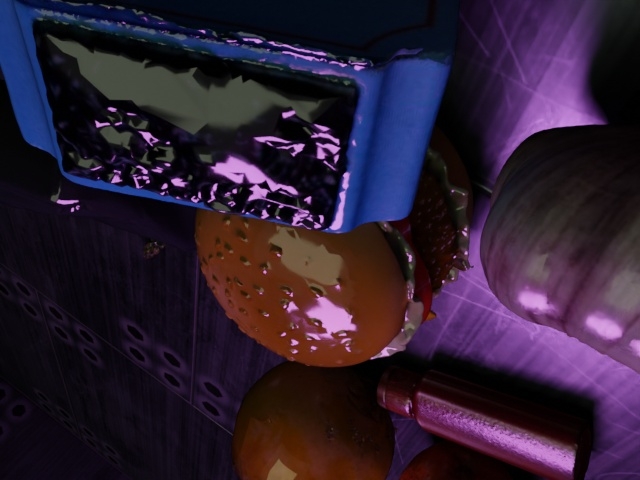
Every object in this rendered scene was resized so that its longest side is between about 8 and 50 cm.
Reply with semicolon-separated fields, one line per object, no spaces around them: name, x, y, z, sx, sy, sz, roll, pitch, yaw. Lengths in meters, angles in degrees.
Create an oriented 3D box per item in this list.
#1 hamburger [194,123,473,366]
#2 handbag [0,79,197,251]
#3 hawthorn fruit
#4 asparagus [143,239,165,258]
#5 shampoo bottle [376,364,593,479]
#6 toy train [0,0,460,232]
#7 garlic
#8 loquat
hamburger;0.000;0.000;0.660;0.275;0.212;0.274;25;142;22
handbag;-0.294;-0.109;0.885;0.302;0.177;0.275;16;180;35
hawthorn fruit;0.181;0.357;0.915;0.189;0.189;0.189;25;142;22
asparagus;-0.218;-0.004;1.025;0.236;0.027;0.034;-15;106;50
shampoo bottle;0.194;0.220;0.841;0.260;0.064;0.102;12;136;35
toy train;-0.049;-0.146;0.480;0.301;0.264;0.188;11;139;3
garlic;0.249;-0.035;0.424;0.245;0.245;0.253;32;112;14
loquat;-0.010;0.277;0.954;0.235;0.235;0.235;25;142;22
